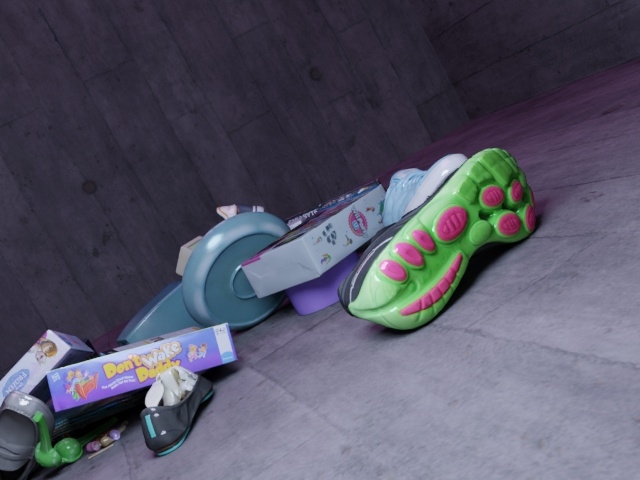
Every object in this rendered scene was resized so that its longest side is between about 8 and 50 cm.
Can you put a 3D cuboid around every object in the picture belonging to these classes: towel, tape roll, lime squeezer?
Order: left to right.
[{"bbox_3d":[-0.506,0.393,1.504,0.059,0.109,0.310,12,-12,16],"label":"lime squeezer"},{"bbox_3d":[-0.510,0.371,1.769,0.370,0.040,0.271,-22,6,6],"label":"towel"},{"bbox_3d":[0.012,0.090,1.738,0.189,0.080,0.189,-28,7,4],"label":"tape roll"}]

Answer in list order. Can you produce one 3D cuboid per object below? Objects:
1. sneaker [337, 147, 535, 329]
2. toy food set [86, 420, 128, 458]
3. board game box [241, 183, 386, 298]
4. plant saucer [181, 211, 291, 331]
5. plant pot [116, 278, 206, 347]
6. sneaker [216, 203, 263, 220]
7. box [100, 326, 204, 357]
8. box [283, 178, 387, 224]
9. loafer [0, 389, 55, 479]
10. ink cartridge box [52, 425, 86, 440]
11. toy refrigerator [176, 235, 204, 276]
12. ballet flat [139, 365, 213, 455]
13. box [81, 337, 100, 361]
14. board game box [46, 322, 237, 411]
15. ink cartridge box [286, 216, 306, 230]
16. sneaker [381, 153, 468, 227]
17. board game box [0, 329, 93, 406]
[{"bbox_3d":[0.204,-0.017,1.322,0.483,0.185,0.202,-32,12,-35],"label":"sneaker"},{"bbox_3d":[-0.436,0.399,1.535,0.078,0.019,0.122,-29,7,-1],"label":"toy food set"},{"bbox_3d":[0.000,0.000,1.715,0.224,0.097,0.303,-21,9,45],"label":"board game box"},{"bbox_3d":[-0.176,0.085,1.800,0.318,0.317,0.044,-32,40,-22],"label":"plant saucer"},{"bbox_3d":[-0.430,0.244,2.100,0.234,0.165,0.165,-41,12,-29],"label":"plant pot"},{"bbox_3d":[-0.227,0.064,1.907,0.128,0.320,0.126,8,8,-10],"label":"sneaker"},{"bbox_3d":[-0.380,0.265,1.782,0.244,0.060,0.101,-13,8,-33],"label":"box"},{"bbox_3d":[0.069,-0.061,2.204,0.296,0.073,0.293,-24,-12,10],"label":"box"},{"bbox_3d":[-0.600,0.403,1.507,0.319,0.112,0.111,113,-179,-47],"label":"loafer"},{"bbox_3d":[-0.581,0.439,1.788,0.115,0.029,0.063,-19,11,36],"label":"ink cartridge box"},{"bbox_3d":[-0.247,0.084,2.063,0.102,0.270,0.094,-40,-31,-60],"label":"toy refrigerator"},{"bbox_3d":[-0.255,0.280,1.356,0.095,0.096,0.280,-27,7,5],"label":"ballet flat"},{"bbox_3d":[-0.630,0.359,2.026,0.093,0.158,0.156,-30,6,-7],"label":"box"},{"bbox_3d":[-0.363,0.256,1.537,0.347,0.078,0.233,-14,-6,-19],"label":"board game box"},{"bbox_3d":[-0.060,0.045,1.946,0.128,0.175,0.072,-28,7,10],"label":"ink cartridge box"},{"bbox_3d":[0.193,-0.095,1.554,0.135,0.150,0.366,-23,-19,-23],"label":"sneaker"},{"bbox_3d":[-0.663,0.345,1.695,0.318,0.066,0.318,-50,0,-13],"label":"board game box"}]
